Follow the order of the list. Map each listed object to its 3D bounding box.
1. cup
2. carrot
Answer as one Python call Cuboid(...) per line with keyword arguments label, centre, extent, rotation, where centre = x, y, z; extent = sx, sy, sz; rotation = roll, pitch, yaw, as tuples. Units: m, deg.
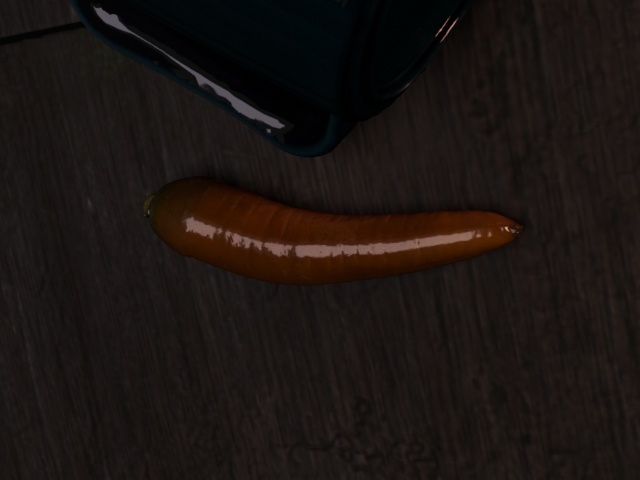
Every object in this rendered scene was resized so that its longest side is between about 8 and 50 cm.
Cuboid(label="cup", centre=(-0.055, -0.204, 0.714), extent=(0.292, 0.242, 0.307), rotation=(30, 114, 12))
Cuboid(label="carrot", centre=(0.000, 0.000, 0.857), extent=(0.271, 0.066, 0.062), rotation=(10, 154, 20))
